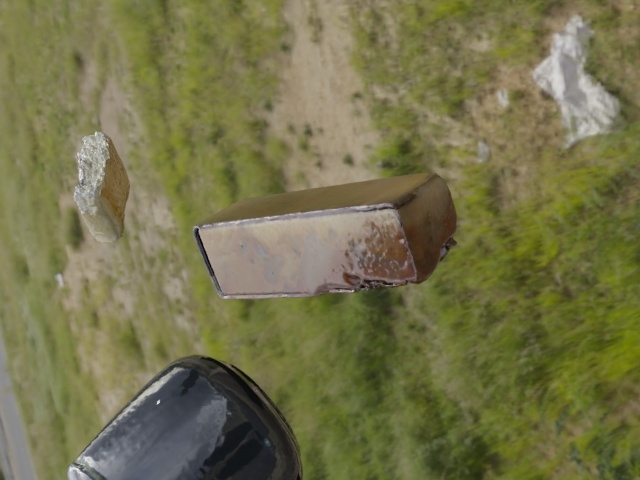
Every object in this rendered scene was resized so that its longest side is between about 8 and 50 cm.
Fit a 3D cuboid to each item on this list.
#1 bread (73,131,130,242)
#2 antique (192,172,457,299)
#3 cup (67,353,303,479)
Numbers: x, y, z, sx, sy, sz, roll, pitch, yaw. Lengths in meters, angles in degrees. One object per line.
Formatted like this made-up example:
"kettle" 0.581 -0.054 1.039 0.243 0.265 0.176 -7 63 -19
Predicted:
"bread" -0.191 -0.044 0.767 0.070 0.035 0.083 77 -175 -51
"antique" 0.000 0.000 0.905 0.309 0.087 0.093 -6 110 46
"cup" -0.115 0.226 0.791 0.169 0.176 0.223 25 142 36
